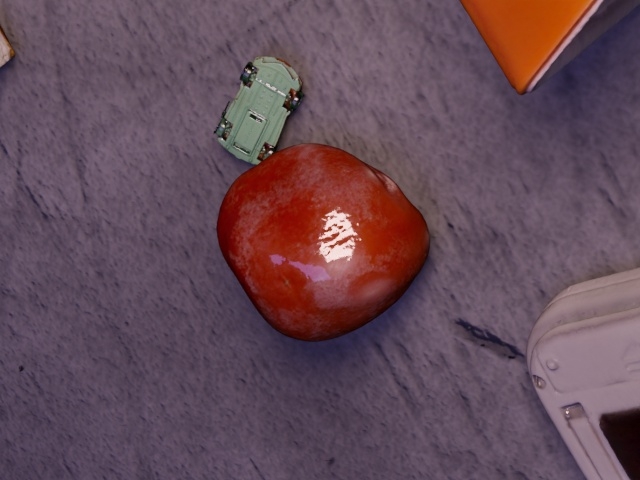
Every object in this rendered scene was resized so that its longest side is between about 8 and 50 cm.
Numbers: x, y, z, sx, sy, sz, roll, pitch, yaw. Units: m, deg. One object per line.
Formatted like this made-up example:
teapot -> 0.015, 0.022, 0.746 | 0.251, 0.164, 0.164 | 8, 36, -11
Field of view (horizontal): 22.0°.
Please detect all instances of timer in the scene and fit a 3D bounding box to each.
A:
timer -> 0.221, -0.254, 1.088 | 0.250, 0.257, 0.161 | -33, 94, 43
timer -> 0.314, 0.132, 1.405 | 0.262, 0.087, 0.237 | -17, 111, 38

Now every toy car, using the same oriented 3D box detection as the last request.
toy car -> -0.053, -0.120, 1.486 | 0.059, 0.035, 0.122 | 30, 129, 2

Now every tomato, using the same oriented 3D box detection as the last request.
tomato -> 0.000, 0.000, 1.463 | 0.187, 0.151, 0.187 | 14, 121, 24

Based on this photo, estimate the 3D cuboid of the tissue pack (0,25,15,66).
tissue pack -> -0.419, -0.243, 1.584 | 0.183, 0.092, 0.226 | -11, 117, 35
